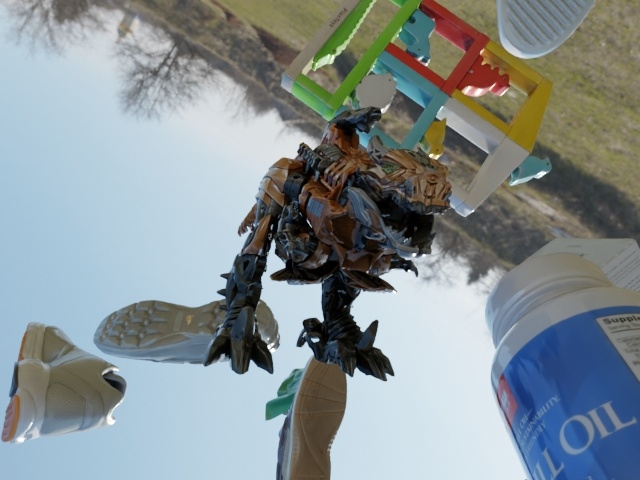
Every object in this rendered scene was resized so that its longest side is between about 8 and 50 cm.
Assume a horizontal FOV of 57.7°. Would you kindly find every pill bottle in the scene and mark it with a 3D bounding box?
[{"bbox_3d":[0.172,0.105,0.335,0.124,0.124,0.221,29,-155,-20],"label":"pill bottle"}]

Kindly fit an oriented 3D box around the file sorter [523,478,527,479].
[{"bbox_3d":[0.353,0.308,0.780,0.118,0.170,0.104,-10,-144,-18],"label":"file sorter"}]

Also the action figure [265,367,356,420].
[{"bbox_3d":[-0.006,0.267,1.114,0.063,0.232,0.137,40,-138,-12],"label":"action figure"}]

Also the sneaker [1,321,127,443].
[{"bbox_3d":[-0.296,0.167,0.685,0.121,0.099,0.262,11,-176,-25],"label":"sneaker"}]

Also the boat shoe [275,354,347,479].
[{"bbox_3d":[-0.026,0.328,0.988,0.103,0.285,0.092,17,161,-29],"label":"boat shoe"}]

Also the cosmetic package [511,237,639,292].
[{"bbox_3d":[0.497,0.188,1.010,0.365,0.155,0.197,59,166,-11],"label":"cosmetic package"}]

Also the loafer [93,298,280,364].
[{"bbox_3d":[-0.222,0.161,0.959,0.111,0.320,0.112,69,-155,-44],"label":"loafer"}]

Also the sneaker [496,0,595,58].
[{"bbox_3d":[0.334,-0.411,0.828,0.135,0.365,0.150,19,174,9],"label":"sneaker"}]

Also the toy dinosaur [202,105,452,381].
[{"bbox_3d":[0.000,0.000,0.508,0.164,0.218,0.322,8,179,-5],"label":"toy dinosaur"}]

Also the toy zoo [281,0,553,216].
[{"bbox_3d":[0.129,-0.159,0.646,0.293,0.192,0.030,35,163,0],"label":"toy zoo"}]
